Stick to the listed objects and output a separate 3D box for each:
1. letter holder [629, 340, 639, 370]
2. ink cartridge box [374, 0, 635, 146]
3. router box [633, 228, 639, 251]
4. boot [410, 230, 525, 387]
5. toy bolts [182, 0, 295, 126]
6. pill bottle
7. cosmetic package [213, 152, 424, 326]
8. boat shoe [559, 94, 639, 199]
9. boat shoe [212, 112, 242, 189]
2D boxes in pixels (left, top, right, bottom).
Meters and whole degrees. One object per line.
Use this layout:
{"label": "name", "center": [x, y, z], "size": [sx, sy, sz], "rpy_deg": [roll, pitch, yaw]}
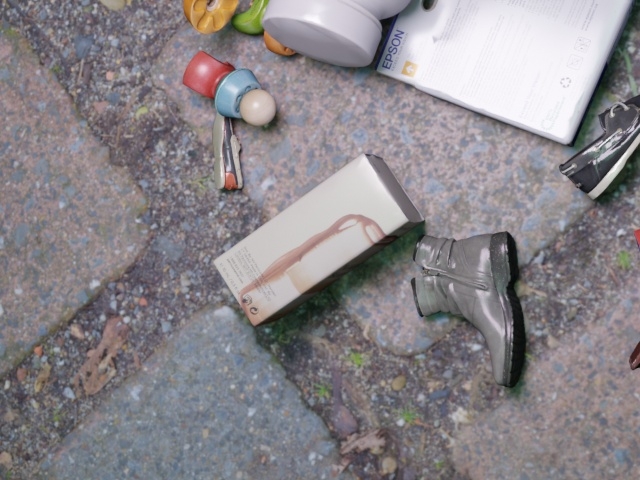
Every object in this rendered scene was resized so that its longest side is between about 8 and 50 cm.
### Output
{"label": "letter holder", "center": [0.506, 0.060, 1.142], "size": [0.152, 0.214, 0.301], "rpy_deg": [30, 97, 17]}
{"label": "ink cartridge box", "center": [0.293, -0.349, 1.479], "size": [0.330, 0.071, 0.324], "rpy_deg": [25, 97, 19]}
{"label": "router box", "center": [0.626, 0.100, 1.313], "size": [0.301, 0.082, 0.335], "rpy_deg": [-18, 103, 16]}
{"label": "boot", "center": [0.227, 0.107, 1.500], "size": [0.161, 0.083, 0.246], "rpy_deg": [-7, 82, 24]}
{"label": "toy bolts", "center": [-0.115, -0.298, 1.536], "size": [0.158, 0.218, 0.228], "rpy_deg": [36, 108, 26]}
{"label": "pill bottle", "center": [0.058, -0.479, 1.436], "size": [0.229, 0.229, 0.407], "rpy_deg": [16, 84, 17]}
{"label": "cosmetic package", "center": [0.000, 0.000, 1.525], "size": [0.296, 0.153, 0.129], "rpy_deg": [-36, 81, 15]}
{"label": "boat shoe", "center": [0.448, -0.172, 1.421], "size": [0.079, 0.084, 0.233], "rpy_deg": [41, 103, 11]}
{"label": "boat shoe", "center": [-0.155, -0.153, 1.630], "size": [0.043, 0.049, 0.137], "rpy_deg": [-1, 86, -25]}
